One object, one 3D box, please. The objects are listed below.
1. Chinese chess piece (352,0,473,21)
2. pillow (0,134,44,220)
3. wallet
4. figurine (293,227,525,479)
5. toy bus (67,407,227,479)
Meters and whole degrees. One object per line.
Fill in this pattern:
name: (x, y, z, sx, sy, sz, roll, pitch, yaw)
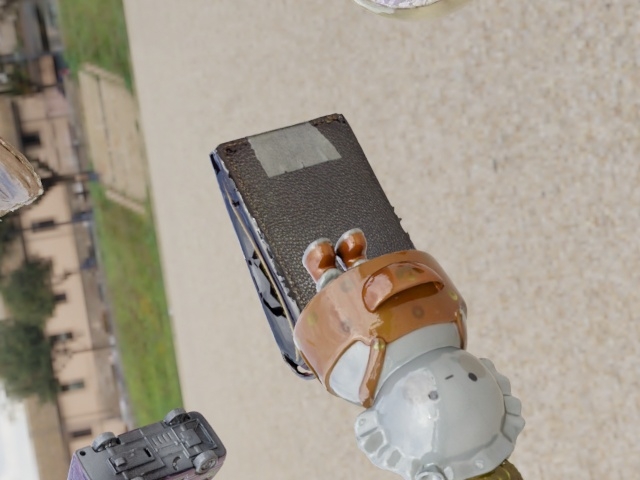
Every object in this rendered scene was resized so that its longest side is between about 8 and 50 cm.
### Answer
Chinese chess piece: (0.128, -0.437, 1.719, 0.112, 0.270, 0.270, -5, -94, -72)
pillow: (-0.382, -0.060, 1.311, 0.135, 0.211, 0.034, 46, -134, -19)
wallet: (0.000, 0.000, 1.363, 0.071, 0.221, 0.262, -23, 89, 43)
figurine: (0.070, 0.108, 0.986, 0.143, 0.143, 0.271, 106, 140, -69)
toy bus: (-0.206, 0.271, 1.479, 0.087, 0.178, 0.098, 50, 135, 29)
